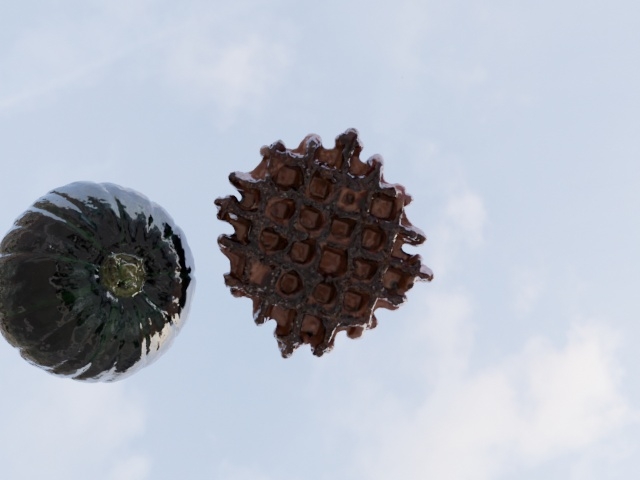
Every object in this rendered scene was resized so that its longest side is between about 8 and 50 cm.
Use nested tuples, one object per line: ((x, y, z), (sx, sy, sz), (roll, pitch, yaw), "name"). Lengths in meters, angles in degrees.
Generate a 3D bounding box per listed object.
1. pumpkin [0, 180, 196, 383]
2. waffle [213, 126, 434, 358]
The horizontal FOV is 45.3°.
((-0.214, 0.039, 0.745), (0.140, 0.202, 0.202), (-10, -77, 45), "pumpkin")
((0.000, 0.000, 0.815), (0.221, 0.055, 0.234), (-31, -78, -5), "waffle")
